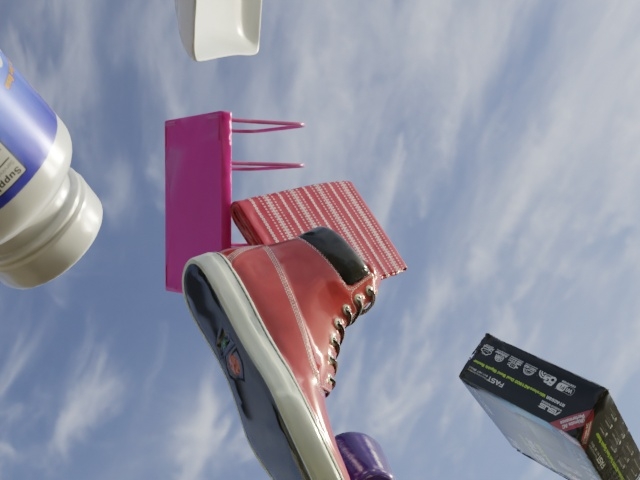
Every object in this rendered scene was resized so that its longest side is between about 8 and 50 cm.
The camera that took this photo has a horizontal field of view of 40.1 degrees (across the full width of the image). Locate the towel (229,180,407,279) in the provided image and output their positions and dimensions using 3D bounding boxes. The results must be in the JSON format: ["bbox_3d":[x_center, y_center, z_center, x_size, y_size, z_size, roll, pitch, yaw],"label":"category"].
[{"bbox_3d":[0.000,0.000,1.395,0.274,0.199,0.031,-15,-24,-45],"label":"towel"}]

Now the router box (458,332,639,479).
[{"bbox_3d":[0.157,0.121,0.588,0.038,0.092,0.122,-52,-45,-14],"label":"router box"}]

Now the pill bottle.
[{"bbox_3d":[-0.294,-0.084,0.685,0.152,0.152,0.272,-31,-47,4],"label":"pill bottle"}]

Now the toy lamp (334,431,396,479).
[{"bbox_3d":[0.000,0.205,0.885,0.080,0.274,0.080,-2,-83,-21],"label":"toy lamp"}]

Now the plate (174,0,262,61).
[{"bbox_3d":[-0.123,-0.365,1.074,0.045,0.277,0.278,7,-75,11],"label":"plate"}]

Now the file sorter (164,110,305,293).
[{"bbox_3d":[-0.137,-0.057,1.469,0.182,0.202,0.291,-2,-87,-35],"label":"file sorter"}]

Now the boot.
[{"bbox_3d":[0.008,0.101,0.756,0.176,0.244,0.088,-14,-23,-33],"label":"boot"}]
